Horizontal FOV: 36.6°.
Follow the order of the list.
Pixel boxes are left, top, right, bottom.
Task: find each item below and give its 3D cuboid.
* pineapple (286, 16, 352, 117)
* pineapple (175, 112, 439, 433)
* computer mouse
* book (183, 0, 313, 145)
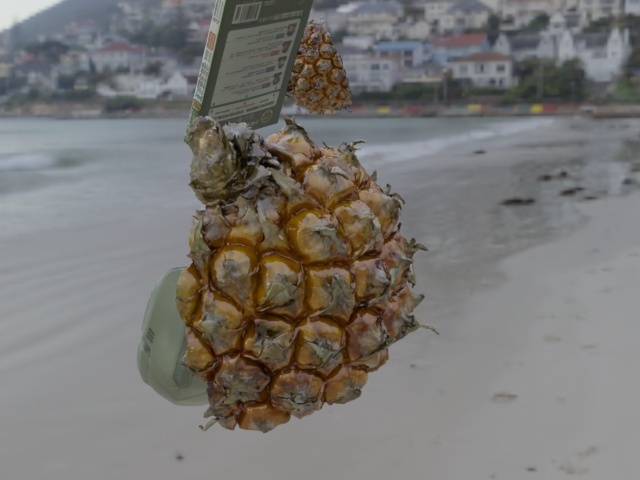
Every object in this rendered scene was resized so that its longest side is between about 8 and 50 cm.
[{"bbox_3d":[-0.030,-0.297,1.732,0.136,0.176,0.161,-18,-1,0],"label":"pineapple"},{"bbox_3d":[-0.001,-0.003,0.955,0.209,0.286,0.344,4,47,21],"label":"pineapple"},{"bbox_3d":[-0.255,0.218,1.946,0.228,0.429,0.145,16,44,-4],"label":"computer mouse"},{"bbox_3d":[-0.112,-0.283,1.545,0.027,0.264,0.202,39,39,25],"label":"book"}]
